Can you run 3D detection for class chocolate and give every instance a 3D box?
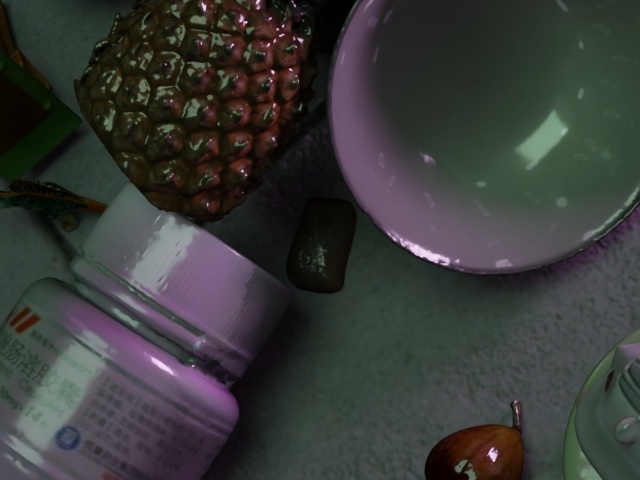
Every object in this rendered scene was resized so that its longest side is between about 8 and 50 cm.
[{"bbox_3d":[0.000,0.000,1.775,0.064,0.031,0.101,10,74,22],"label":"chocolate"}]

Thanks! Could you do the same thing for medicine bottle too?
[{"bbox_3d":[-0.186,0.120,1.690,0.241,0.241,0.302,32,86,30],"label":"medicine bottle"}]

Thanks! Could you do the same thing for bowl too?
[{"bbox_3d":[0.154,-0.148,1.657,0.337,0.337,0.157,-45,19,3],"label":"bowl"}]

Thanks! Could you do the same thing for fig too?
[{"bbox_3d":[0.157,0.198,1.612,0.089,0.089,0.125,34,64,30],"label":"fig"}]

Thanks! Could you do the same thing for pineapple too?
[{"bbox_3d":[-0.060,-0.191,1.590,0.362,0.202,0.202,-48,59,13],"label":"pineapple"}]

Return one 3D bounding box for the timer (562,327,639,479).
[{"bbox_3d":[0.306,0.162,1.416,0.290,0.315,0.291,-9,67,22],"label":"timer"}]

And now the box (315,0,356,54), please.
[{"bbox_3d":[0.024,-0.328,1.781,0.301,0.216,0.301,-8,68,19],"label":"box"}]

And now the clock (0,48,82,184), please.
[{"bbox_3d":[-0.405,-0.217,1.899,0.106,0.220,0.255,-40,60,3],"label":"clock"}]

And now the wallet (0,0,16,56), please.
[{"bbox_3d":[-0.436,-0.185,2.033,0.195,0.042,0.161,-23,70,10],"label":"wallet"}]

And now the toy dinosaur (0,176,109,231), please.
[{"bbox_3d":[-0.288,-0.046,1.876,0.187,0.106,0.044,8,75,27],"label":"toy dinosaur"}]
